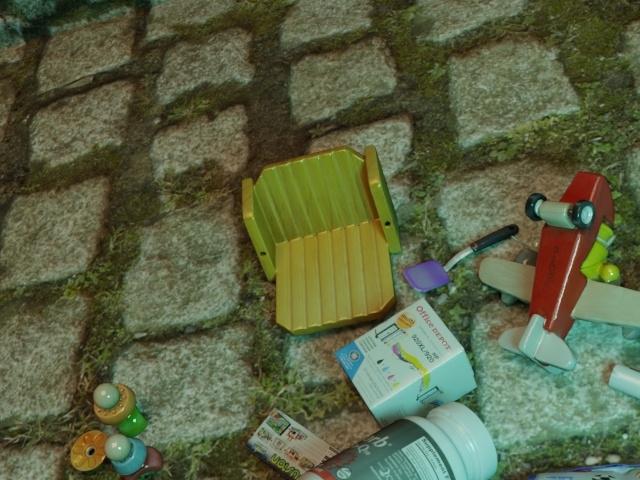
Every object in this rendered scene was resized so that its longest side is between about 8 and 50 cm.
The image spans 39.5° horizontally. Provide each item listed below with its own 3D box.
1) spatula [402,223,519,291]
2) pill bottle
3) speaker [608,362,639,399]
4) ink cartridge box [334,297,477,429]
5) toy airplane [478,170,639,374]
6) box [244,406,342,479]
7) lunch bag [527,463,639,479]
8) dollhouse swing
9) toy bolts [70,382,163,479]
[{"bbox_3d":[0.342,0.036,2.122,0.297,0.030,0.084,-29,52,-1],"label":"spatula"},{"bbox_3d":[0.150,0.466,1.714,0.363,0.210,0.210,-23,46,-27],"label":"pill bottle"},{"bbox_3d":[0.654,0.296,1.796,0.136,0.055,0.055,21,65,33],"label":"speaker"},{"bbox_3d":[0.186,0.276,1.918,0.233,0.168,0.171,-32,50,-4],"label":"ink cartridge box"},{"bbox_3d":[0.537,0.100,1.884,0.384,0.273,0.386,-46,51,35],"label":"toy airplane"},{"bbox_3d":[-0.057,0.466,1.960,0.207,0.036,0.114,28,69,34],"label":"box"},{"bbox_3d":[0.529,0.548,1.540,0.328,0.238,0.385,-10,30,16],"label":"lunch bag"},{"bbox_3d":[0.000,0.000,2.130,0.347,0.315,0.305,-13,32,12],"label":"dollhouse swing"},{"bbox_3d":[-0.493,0.460,2.055,0.218,0.158,0.228,-38,51,-8],"label":"toy bolts"}]
